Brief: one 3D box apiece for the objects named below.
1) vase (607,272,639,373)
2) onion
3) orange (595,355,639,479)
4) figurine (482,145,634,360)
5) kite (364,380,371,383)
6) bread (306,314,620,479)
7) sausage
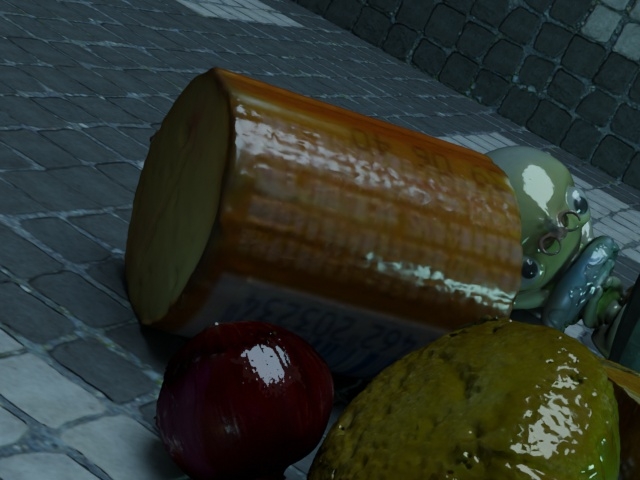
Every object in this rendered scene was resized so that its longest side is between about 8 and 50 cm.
[{"bbox_3d":[0.335,0.107,1.385,0.086,0.214,0.086,24,18,-9],"label":"vase"},{"bbox_3d":[-0.053,0.115,0.936,0.131,0.131,0.131,24,16,-7],"label":"onion"},{"bbox_3d":[0.310,0.193,1.027,0.274,0.274,0.310,20,-23,-21],"label":"orange"},{"bbox_3d":[0.315,0.060,1.634,0.394,0.227,0.274,36,-11,11],"label":"figurine"},{"bbox_3d":[0.112,0.178,1.194,0.250,0.012,0.229,35,17,32],"label":"kite"},{"bbox_3d":[0.098,0.160,0.912,0.139,0.240,0.240,62,6,-19],"label":"bread"},{"bbox_3d":[0.000,0.000,1.181,0.287,0.233,0.233,14,19,-24],"label":"sausage"}]
